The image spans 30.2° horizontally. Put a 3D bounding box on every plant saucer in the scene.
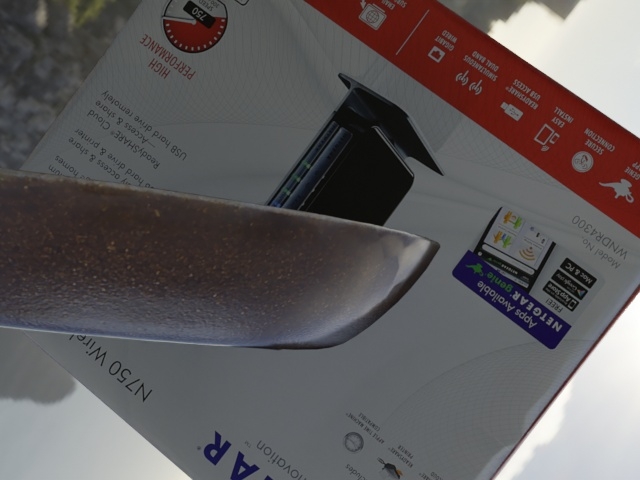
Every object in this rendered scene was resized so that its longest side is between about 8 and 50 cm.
[{"bbox_3d":[-0.109,0.006,0.469,0.310,0.310,0.050,64,31,-87],"label":"plant saucer"}]

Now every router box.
[{"bbox_3d":[0.000,0.000,0.703,0.301,0.335,0.082,-54,165,2],"label":"router box"}]
